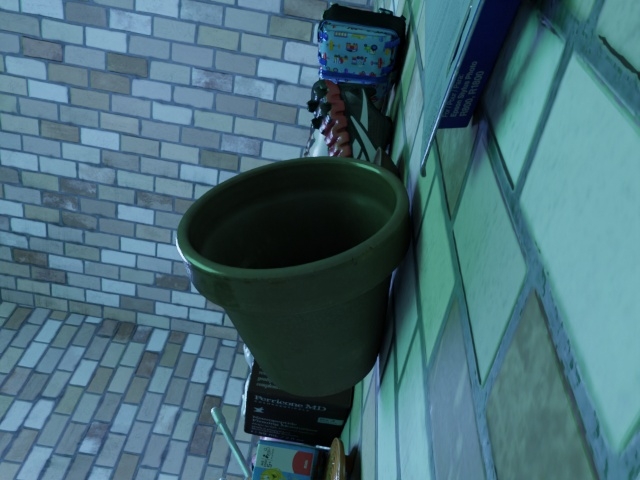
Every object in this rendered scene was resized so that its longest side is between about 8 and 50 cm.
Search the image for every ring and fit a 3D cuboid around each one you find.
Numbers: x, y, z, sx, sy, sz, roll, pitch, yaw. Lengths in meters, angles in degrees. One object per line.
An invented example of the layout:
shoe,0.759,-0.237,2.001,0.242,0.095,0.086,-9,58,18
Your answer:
ring,0.007,0.433,0.885,0.336,0.032,0.337,-169,90,-89

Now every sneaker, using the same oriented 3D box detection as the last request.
sneaker,0.071,-0.146,1.150,0.097,0.135,0.276,150,108,-72

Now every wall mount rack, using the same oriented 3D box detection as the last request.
wall mount rack,-0.160,0.473,1.131,0.304,0.130,0.350,-71,-13,-54

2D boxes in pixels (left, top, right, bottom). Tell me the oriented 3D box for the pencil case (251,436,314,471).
pencil case,-0.076,0.421,1.790,0.160,0.167,0.386,39,-121,-65

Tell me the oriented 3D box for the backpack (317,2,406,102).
backpack,0.067,-0.323,1.234,0.117,0.158,0.173,-71,-8,-47

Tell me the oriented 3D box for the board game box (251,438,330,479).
board game box,-0.059,0.483,1.082,0.302,0.086,0.309,73,-154,-71

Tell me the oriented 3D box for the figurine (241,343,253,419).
figurine,-0.103,0.337,1.699,0.092,0.214,0.210,55,-151,-60

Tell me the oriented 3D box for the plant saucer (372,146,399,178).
plant saucer,0.083,-0.035,0.988,0.198,0.036,0.199,-169,90,-88

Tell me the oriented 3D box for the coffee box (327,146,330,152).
coffee box,0.068,-0.188,1.297,0.184,0.040,0.113,37,-119,-65

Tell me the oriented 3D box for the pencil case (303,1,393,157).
pencil case,0.052,-0.287,1.448,0.184,0.159,0.411,-109,25,-54

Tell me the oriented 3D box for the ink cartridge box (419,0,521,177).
ink cartridge box,0.118,-0.194,0.485,0.223,0.045,0.224,101,177,-58

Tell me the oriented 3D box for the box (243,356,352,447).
box,-0.035,0.233,1.166,0.203,0.168,0.167,101,179,-55

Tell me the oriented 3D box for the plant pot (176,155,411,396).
plant pot,-0.016,0.057,0.808,0.263,0.262,0.229,-82,-15,-58
